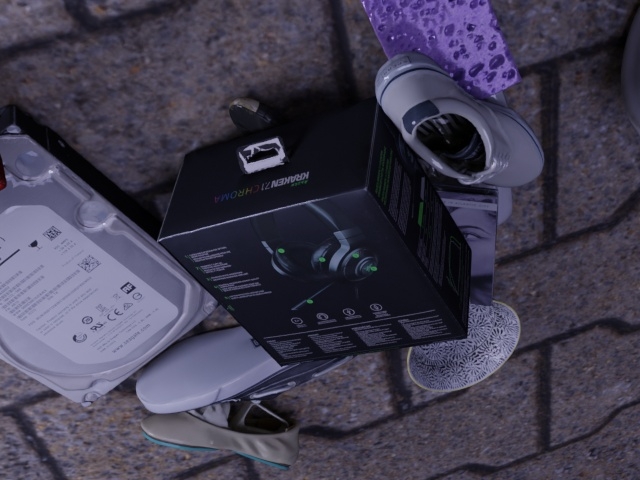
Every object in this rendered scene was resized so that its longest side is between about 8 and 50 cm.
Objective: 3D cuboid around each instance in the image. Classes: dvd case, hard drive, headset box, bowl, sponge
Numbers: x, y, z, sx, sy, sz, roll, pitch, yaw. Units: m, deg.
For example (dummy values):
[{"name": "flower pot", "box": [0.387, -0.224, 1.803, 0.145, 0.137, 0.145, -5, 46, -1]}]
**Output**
[{"name": "dvd case", "box": [0.130, 0.006, 1.033, 0.165, 0.018, 0.221, 7, 144, 14]}, {"name": "hard drive", "box": [-0.297, 0.034, 0.944, 0.237, 0.064, 0.339, -37, 129, 8]}, {"name": "headset box", "box": [0.000, 0.000, 0.927, 0.246, 0.131, 0.283, -14, 136, 27]}, {"name": "bowl", "box": [0.186, 0.124, 1.189, 0.170, 0.080, 0.170, -11, 130, -14]}, {"name": "sponge", "box": [0.111, -0.231, 0.859, 0.117, 0.031, 0.210, -23, 113, 13]}]

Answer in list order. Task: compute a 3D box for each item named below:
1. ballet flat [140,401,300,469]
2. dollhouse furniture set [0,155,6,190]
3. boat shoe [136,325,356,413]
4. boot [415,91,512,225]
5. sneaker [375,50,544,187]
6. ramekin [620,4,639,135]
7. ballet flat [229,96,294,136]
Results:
[{"name": "ballet flat", "box": [-0.129, 0.255, 1.181, 0.248, 0.086, 0.086, 22, 116, -35]}, {"name": "dollhouse furniture set", "box": [-0.461, -0.002, 0.771, 0.374, 0.201, 0.152, -29, 131, -6]}, {"name": "boat shoe", "box": [-0.085, 0.165, 1.107, 0.301, 0.108, 0.102, -23, 130, -13]}, {"name": "boot", "box": [0.150, -0.097, 0.993, 0.123, 0.095, 0.258, -24, 130, -7]}, {"name": "sneaker", "box": [0.150, -0.095, 0.866, 0.258, 0.091, 0.094, 21, 134, -41]}, {"name": "ramekin", "box": [0.444, -0.204, 0.924, 0.127, 0.273, 0.272, 9, 123, -14]}, {"name": "ballet flat", "box": [-0.030, -0.118, 0.949, 0.173, 0.049, 0.057, 26, 158, -34]}]
